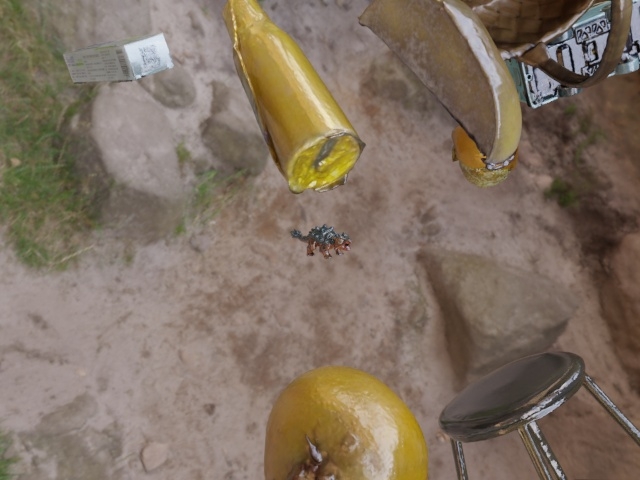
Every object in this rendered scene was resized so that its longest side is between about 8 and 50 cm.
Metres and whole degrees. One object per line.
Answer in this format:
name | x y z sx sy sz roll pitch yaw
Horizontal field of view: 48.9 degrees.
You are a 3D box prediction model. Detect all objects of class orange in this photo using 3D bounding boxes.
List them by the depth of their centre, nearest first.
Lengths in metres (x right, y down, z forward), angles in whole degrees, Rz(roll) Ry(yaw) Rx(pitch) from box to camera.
orange | 0.322 -0.179 1.393 0.134 0.157 0.157 12 36 9

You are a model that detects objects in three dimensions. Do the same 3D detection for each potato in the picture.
potato | 0.168 -0.216 0.801 0.120 0.100 0.261 -22 63 -33

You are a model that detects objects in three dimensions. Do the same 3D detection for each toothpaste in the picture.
toothpaste | -0.389 -0.338 1.319 0.081 0.336 0.067 -28 115 -29

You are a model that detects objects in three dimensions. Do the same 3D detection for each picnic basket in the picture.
picnic basket | 0.360 -0.388 1.091 0.293 0.337 0.337 81 4 -53

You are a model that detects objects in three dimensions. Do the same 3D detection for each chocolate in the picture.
chocolate | -0.081 -0.299 1.360 0.162 0.162 0.445 10 45 -50

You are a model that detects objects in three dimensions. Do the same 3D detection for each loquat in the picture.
loquat | 0.029 0.342 1.109 0.275 0.275 0.275 34 39 -33

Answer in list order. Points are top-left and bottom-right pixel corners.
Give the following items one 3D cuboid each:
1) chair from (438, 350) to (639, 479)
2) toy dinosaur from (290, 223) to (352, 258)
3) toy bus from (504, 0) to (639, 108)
chair | 0.450 0.463 1.371 0.364 0.362 0.410 -27 89 -32
toy dinosaur | 0.000 0.000 1.217 0.049 0.154 0.055 -18 110 -40
toy bus | 0.473 -0.362 1.350 0.165 0.271 0.133 -134 -157 -67
